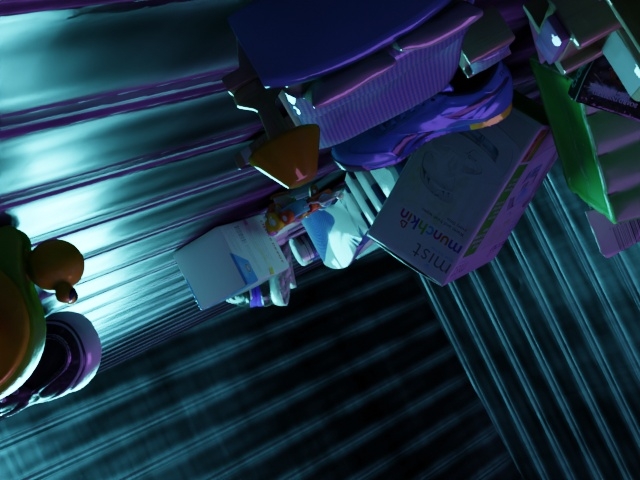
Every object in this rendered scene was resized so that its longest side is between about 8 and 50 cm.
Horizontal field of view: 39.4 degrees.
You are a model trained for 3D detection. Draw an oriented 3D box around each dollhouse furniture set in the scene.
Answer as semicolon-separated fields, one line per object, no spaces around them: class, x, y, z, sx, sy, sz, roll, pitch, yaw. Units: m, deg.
dollhouse furniture set;0.115;-0.080;0.602;0.303;0.198;0.286;-29;171;1

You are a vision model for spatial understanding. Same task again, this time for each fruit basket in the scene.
fruit basket;0.419;-0.191;0.995;0.353;0.327;0.165;-32;-149;-8

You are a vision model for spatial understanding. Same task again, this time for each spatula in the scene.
spatula;-0.026;-0.036;1.683;0.242;0.019;0.168;-28;171;-21

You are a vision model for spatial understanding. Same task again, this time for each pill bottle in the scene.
pill bottle;0.000;0.000;1.915;0.120;0.067;0.067;-27;176;-14

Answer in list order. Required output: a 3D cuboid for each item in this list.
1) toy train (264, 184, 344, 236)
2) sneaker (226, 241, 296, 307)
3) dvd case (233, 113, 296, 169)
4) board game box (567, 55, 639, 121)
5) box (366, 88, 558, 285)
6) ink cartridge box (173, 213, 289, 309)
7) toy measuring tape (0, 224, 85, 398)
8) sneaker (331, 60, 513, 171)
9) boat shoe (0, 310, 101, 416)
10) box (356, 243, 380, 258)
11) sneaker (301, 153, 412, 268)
toy train;-0.026;-0.055;1.241;0.125;0.046;0.166;-29;179;-3
sneaker;-0.131;0.067;1.760;0.146;0.102;0.293;-9;-174;4
dvd case;0.042;-0.137;0.818;0.221;0.018;0.164;-33;174;37
board game box;0.351;-0.168;0.864;0.026;0.186;0.126;-95;-157;-58
box;0.202;-0.083;1.166;0.231;0.127;0.262;-62;162;17
ink cartridge box;-0.121;0.028;1.278;0.090;0.092;0.143;-30;175;26
toy measuring tape;-0.321;0.098;0.659;0.330;0.121;0.121;-27;176;-8
sneaker;0.103;-0.142;0.958;0.209;0.069;0.082;-20;144;8
boat shoe;-0.417;0.181;1.197;0.301;0.108;0.102;-22;-179;33
box;0.205;-0.064;2.246;0.261;0.103;0.184;-29;179;24
sneaker;0.107;-0.066;1.384;0.182;0.127;0.315;-23;173;-29
